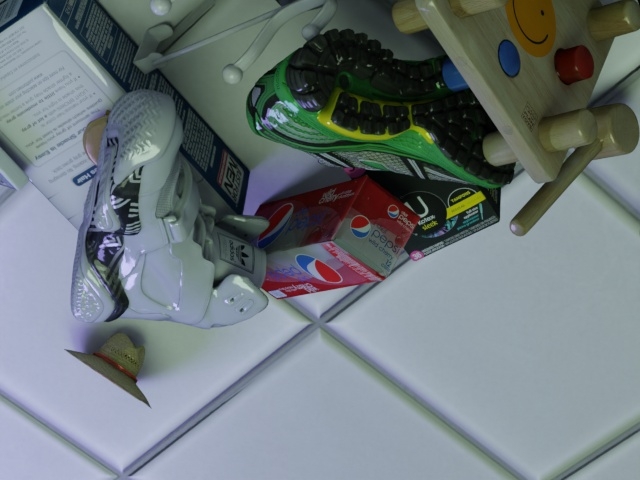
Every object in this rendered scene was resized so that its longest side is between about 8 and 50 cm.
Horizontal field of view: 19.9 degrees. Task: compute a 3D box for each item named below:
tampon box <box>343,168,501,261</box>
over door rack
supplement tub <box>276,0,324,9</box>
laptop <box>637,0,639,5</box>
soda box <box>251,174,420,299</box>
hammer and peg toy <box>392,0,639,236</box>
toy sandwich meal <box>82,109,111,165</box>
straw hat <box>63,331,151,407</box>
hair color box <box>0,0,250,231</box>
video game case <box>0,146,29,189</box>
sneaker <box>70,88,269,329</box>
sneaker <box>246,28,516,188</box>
[{"bbox_3d":[0.116,-0.083,2.080,0.120,0.101,0.161,-27,120,23],"label":"tampon box"},{"bbox_3d":[-0.170,-0.267,1.876,0.324,0.108,0.239,-5,139,49],"label":"over door rack"},{"bbox_3d":[-0.039,-0.337,1.877,0.117,0.117,0.190,-19,135,20],"label":"supplement tub"},{"bbox_3d":[0.475,-0.301,1.928,0.264,0.136,0.234,-33,121,-2],"label":"laptop"},{"bbox_3d":[0.000,0.000,2.084,0.083,0.092,0.263,37,158,-21],"label":"soda box"},{"bbox_3d":[0.235,-0.187,1.888,0.127,0.266,0.361,-12,126,39],"label":"hammer and peg toy"},{"bbox_3d":[-0.220,-0.108,2.017,0.085,0.029,0.086,5,126,7],"label":"toy sandwich meal"},{"bbox_3d":[-0.255,0.151,2.322,0.144,0.144,0.061,38,81,-20],"label":"straw hat"},{"bbox_3d":[-0.255,-0.129,2.086,0.174,0.105,0.347,-29,119,24],"label":"hair color box"},{"bbox_3d":[-0.434,-0.140,2.075,0.023,0.183,0.201,-49,117,-15],"label":"video game case"},{"bbox_3d":[-0.146,-0.025,1.983,0.210,0.137,0.366,9,143,-12],"label":"sneaker"},{"bbox_3d":[0.073,-0.132,1.908,0.343,0.134,0.146,16,159,-37],"label":"sneaker"}]
